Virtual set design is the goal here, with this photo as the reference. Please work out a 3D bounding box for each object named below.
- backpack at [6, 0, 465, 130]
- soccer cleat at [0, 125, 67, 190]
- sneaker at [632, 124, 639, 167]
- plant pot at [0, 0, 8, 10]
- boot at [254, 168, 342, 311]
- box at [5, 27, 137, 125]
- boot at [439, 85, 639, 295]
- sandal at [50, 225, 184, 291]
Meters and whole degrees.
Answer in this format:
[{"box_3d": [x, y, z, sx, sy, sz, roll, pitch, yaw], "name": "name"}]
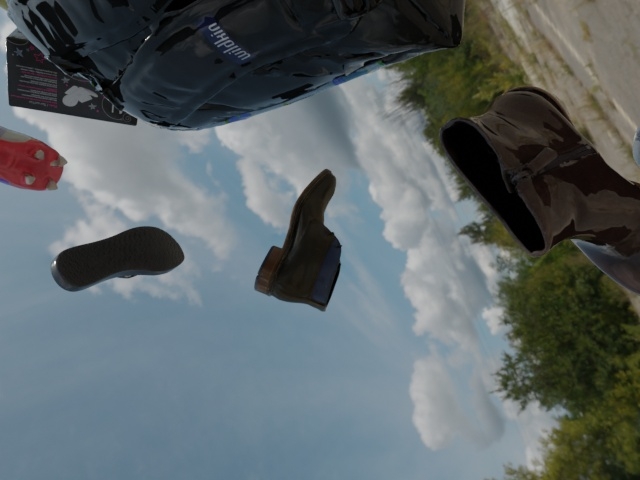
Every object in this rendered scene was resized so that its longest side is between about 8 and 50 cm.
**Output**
[{"box_3d": [-0.106, -0.225, 0.422, 0.290, 0.356, 0.273, 34, -130, -32], "name": "backpack"}, {"box_3d": [-0.415, -0.117, 0.603, 0.248, 0.095, 0.083, 28, -100, -67], "name": "soccer cleat"}, {"box_3d": [0.341, -0.163, 0.433, 0.095, 0.236, 0.105, 26, -164, 34], "name": "sneaker"}, {"box_3d": [-0.487, -0.425, 0.777, 0.095, 0.134, 0.134, 13, -126, -58], "name": "plant pot"}, {"box_3d": [0.000, 0.000, 0.763, 0.219, 0.106, 0.082, -62, -12, -19], "name": "boot"}, {"box_3d": [-0.511, -0.353, 1.105, 0.247, 0.142, 0.163, 7, -150, -20], "name": "box"}, {"box_3d": [0.214, -0.019, 0.446, 0.207, 0.090, 0.248, -29, -97, -46], "name": "boot"}, {"box_3d": [-0.366, 0.032, 0.946, 0.255, 0.054, 0.097, -11, -106, -52], "name": "sandal"}]
